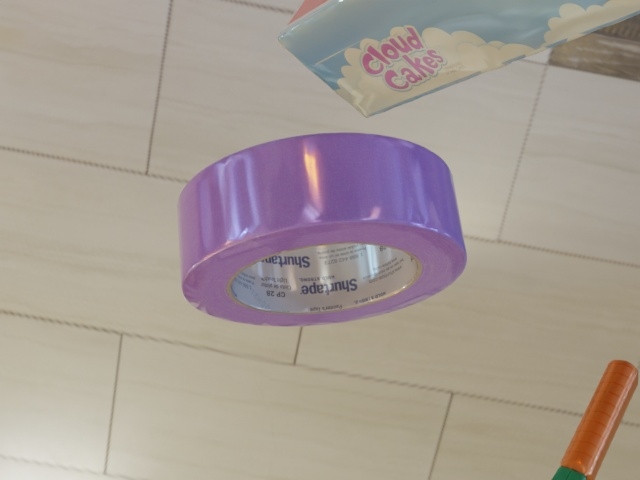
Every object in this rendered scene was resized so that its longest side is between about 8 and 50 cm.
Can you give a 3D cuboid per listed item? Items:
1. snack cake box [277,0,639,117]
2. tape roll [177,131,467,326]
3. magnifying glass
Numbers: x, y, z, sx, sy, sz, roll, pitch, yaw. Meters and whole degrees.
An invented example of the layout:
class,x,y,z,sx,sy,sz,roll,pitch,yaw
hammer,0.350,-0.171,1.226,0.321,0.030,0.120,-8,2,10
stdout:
class,x,y,z,sx,sy,sz,roll,pitch,yaw
snack cake box,0.103,-0.179,0.535,0.089,0.264,0.152,38,66,-23
tape roll,0.000,0.000,0.906,0.274,0.275,0.090,-9,67,5
magnifying glass,0.151,0.170,0.581,0.026,0.231,0.092,14,142,31
